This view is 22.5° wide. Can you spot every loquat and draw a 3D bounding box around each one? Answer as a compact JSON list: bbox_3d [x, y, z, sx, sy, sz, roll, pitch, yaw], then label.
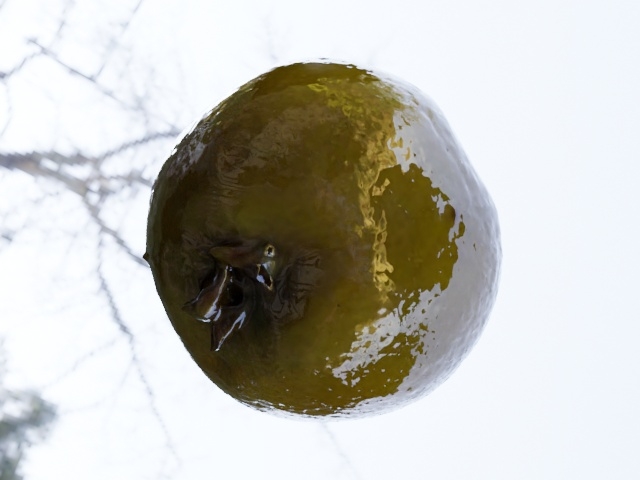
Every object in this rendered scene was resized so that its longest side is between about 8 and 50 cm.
[{"bbox_3d":[0.000,0.000,0.916,0.208,0.208,0.208,-29,-133,36],"label":"loquat"}]
